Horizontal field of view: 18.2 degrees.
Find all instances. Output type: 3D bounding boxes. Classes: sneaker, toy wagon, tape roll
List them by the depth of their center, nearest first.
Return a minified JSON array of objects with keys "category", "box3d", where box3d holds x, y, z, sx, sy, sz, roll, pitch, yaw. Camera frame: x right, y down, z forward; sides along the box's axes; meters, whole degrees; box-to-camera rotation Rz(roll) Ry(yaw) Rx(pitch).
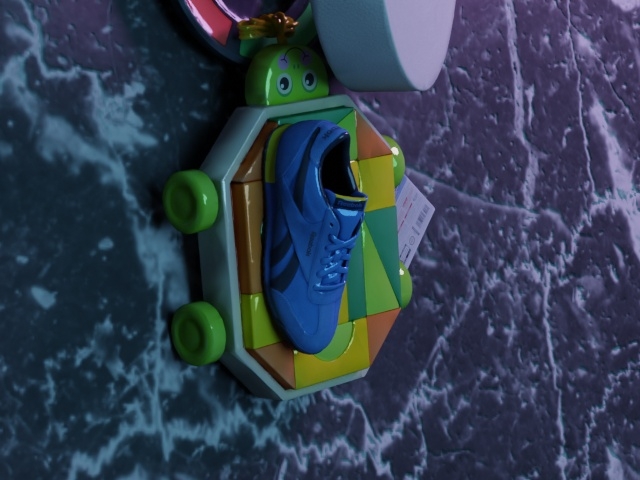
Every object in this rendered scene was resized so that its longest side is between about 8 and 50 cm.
[{"category":"sneaker","box3d":[0.000,0.000,1.731,0.069,0.082,0.209,-12,104,-47]},{"category":"toy wagon","box3d":[-0.024,-0.034,1.809,0.267,0.068,0.344,-13,104,-45]},{"category":"tape roll","box3d":[0.059,-0.330,1.819,0.392,0.072,0.392,0,90,-74]}]

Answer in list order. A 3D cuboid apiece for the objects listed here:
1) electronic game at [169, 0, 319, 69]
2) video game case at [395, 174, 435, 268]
[{"category":"electronic game","box3d":[-0.064,-0.270,1.827,0.229,0.048,0.229,5,83,-46]},{"category":"video game case","box3d":[0.061,-0.035,1.960,0.122,0.011,0.087,46,56,-33]}]
